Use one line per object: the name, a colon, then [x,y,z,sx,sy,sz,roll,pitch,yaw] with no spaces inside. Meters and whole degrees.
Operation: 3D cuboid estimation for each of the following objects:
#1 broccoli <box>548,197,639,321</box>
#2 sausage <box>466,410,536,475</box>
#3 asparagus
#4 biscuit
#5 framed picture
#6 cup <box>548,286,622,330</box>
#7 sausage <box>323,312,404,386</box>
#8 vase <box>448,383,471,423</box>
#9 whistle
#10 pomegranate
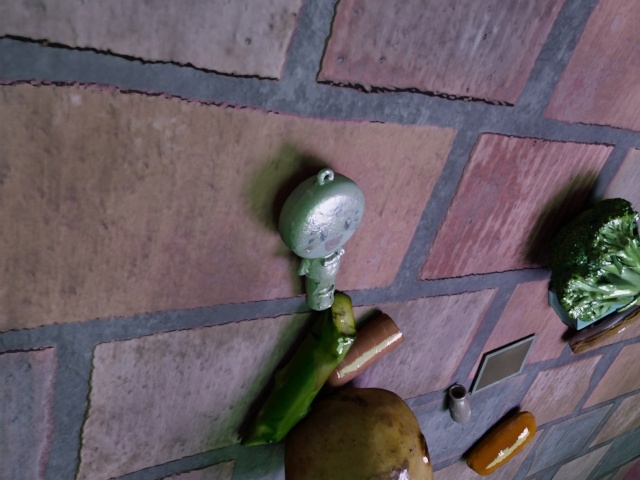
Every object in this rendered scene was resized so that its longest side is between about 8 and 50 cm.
broccoli: [0.587,0.047,1.151,0.261,0.241,0.269,-33,143,-31]
sausage: [0.522,0.580,1.630,0.238,0.098,0.098,-43,137,2]
asparagus: [-0.037,0.241,0.957,0.343,0.085,0.082,-58,159,12]
biscuit: [0.749,0.222,1.495,0.181,0.049,0.208,-25,161,-31]
framed picture: [0.457,0.308,1.423,0.183,0.011,0.142,-13,130,-29]
cup: [0.660,0.107,1.331,0.235,0.134,0.148,-32,103,-2]
sausage: [0.064,0.200,1.014,0.169,0.065,0.065,-35,137,-7]
vase: [0.333,0.390,1.366,0.053,0.053,0.101,-29,132,-14]
whistle: [0.000,0.000,0.805,0.126,0.067,0.258,-26,139,-26]
pomegranate: [0.071,0.403,1.016,0.281,0.281,0.281,-20,132,-23]
